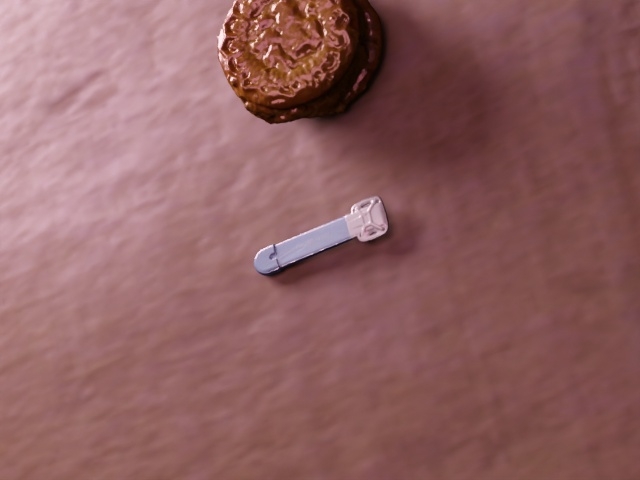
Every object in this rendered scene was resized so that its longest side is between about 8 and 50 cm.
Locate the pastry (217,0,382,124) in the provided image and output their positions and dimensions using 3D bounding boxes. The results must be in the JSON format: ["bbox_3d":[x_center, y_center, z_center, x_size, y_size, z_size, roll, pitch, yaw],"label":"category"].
[{"bbox_3d":[-0.014,-0.126,0.968,0.097,0.057,0.109,27,89,28],"label":"pastry"}]

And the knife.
[{"bbox_3d":[0.000,0.000,0.953,0.096,0.010,0.027,-22,68,22],"label":"knife"}]
